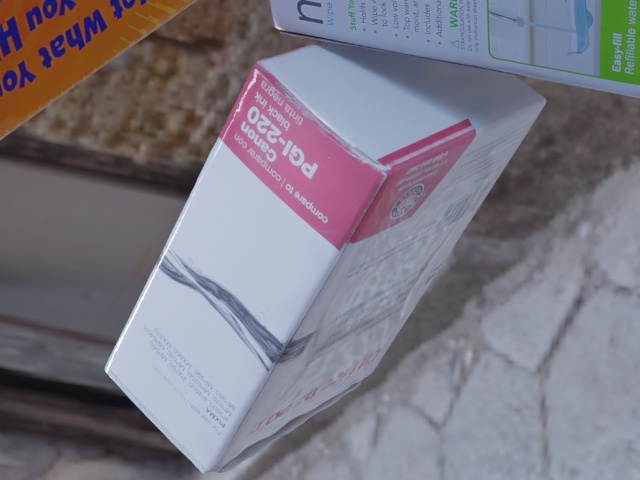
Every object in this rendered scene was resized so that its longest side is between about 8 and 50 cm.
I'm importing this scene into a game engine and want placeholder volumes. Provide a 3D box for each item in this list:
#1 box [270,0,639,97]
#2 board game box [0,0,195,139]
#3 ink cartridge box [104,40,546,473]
[{"bbox_3d":[0.091,-0.209,0.640,0.127,0.231,0.262,-45,-40,-44],"label":"box"},{"bbox_3d":[-0.299,-0.277,0.893,0.356,0.356,0.356,-37,39,-7],"label":"board game box"},{"bbox_3d":[0.000,0.000,0.789,0.092,0.158,0.218,41,126,18],"label":"ink cartridge box"}]
